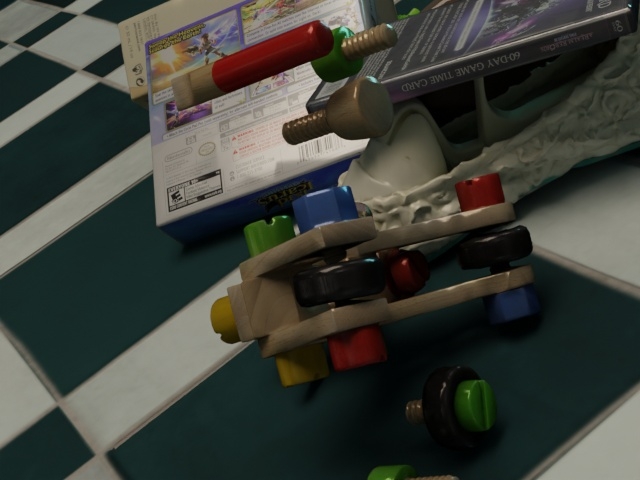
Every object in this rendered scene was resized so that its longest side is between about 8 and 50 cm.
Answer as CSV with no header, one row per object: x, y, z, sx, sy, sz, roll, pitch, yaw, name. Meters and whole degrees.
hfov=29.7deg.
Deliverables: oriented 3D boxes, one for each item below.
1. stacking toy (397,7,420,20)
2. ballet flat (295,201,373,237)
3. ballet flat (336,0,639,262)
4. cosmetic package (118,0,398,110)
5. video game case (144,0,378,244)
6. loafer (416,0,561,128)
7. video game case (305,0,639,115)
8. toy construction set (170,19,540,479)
0.196,-0.331,1.502,0.221,0.052,0.167,-5,36,41,stacking toy
0.000,0.000,1.021,0.114,0.041,0.041,-30,23,31,ballet flat
0.139,-0.094,1.058,0.409,0.147,0.147,-28,27,5,ballet flat
-0.072,-0.248,1.472,0.309,0.160,0.113,-18,72,21,cosmetic package
-0.057,-0.150,1.300,0.269,0.061,0.244,-18,61,20,video game case
0.228,-0.199,1.147,0.366,0.134,0.130,-24,27,10,loafer
0.136,-0.179,1.036,0.274,0.026,0.196,-13,23,22,video game case
-0.014,0.006,0.875,0.237,0.309,0.257,-13,22,38,toy construction set
